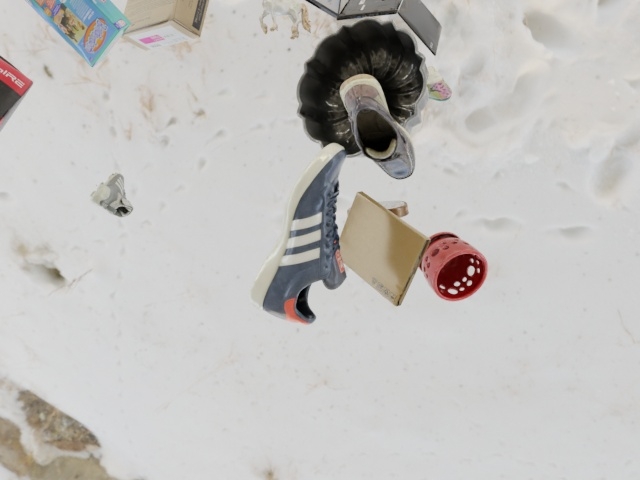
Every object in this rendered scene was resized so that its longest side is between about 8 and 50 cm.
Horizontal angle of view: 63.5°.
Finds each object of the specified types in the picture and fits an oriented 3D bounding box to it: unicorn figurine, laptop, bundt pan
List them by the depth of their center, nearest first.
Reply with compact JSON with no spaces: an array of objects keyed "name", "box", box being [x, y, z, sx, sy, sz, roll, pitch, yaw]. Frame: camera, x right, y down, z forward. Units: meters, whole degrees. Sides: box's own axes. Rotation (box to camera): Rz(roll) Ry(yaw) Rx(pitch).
[{"name":"unicorn figurine","box":[-0.095,-0.517,1.153,0.060,0.162,0.111,4,93,47]},{"name":"bundt pan","box":[0.111,-0.348,1.236,0.331,0.124,0.330,-2,85,28]},{"name":"laptop","box":[0.207,-0.633,1.501,0.265,0.234,0.136,1,130,18]}]

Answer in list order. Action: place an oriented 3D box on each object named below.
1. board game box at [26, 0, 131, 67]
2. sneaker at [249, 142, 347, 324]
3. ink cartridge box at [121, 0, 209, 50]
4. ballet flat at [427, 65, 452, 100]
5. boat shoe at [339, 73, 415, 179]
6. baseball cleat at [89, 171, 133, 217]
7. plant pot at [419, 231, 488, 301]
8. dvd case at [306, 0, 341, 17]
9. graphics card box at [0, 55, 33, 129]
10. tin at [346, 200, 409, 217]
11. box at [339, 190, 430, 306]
[{"name":"board game box","box":[-0.544,-0.514,1.144,0.160,0.047,0.210,-22,119,42]},{"name":"sneaker","box":[0.000,0.000,0.959,0.148,0.131,0.349,28,110,12]},{"name":"ink cartridge box","box":[-0.376,-0.585,1.268,0.235,0.193,0.088,7,173,38]},{"name":"ballet flat","box":[0.295,-0.460,1.465,0.077,0.221,0.079,-18,125,-11]},{"name":"boat shoe","box":[0.120,-0.200,1.033,0.103,0.092,0.285,-14,144,20]},{"name":"baseball cleat","box":[-0.540,-0.114,1.366,0.072,0.206,0.109,-42,109,13]},{"name":"plant pot","box":[0.413,0.076,1.676,0.191,0.174,0.190,-8,119,-15]},{"name":"dvd case","box":[-0.033,-0.826,1.599,0.253,0.180,0.022,15,167,-35]},{"name":"graphics card box","box":[-0.412,-0.018,0.457,0.233,0.370,0.094,-37,122,24]},{"name":"tin","box":[0.172,-0.089,1.570,0.190,0.106,0.040,-4,104,22]},{"name":"box","box":[0.122,0.015,1.083,0.201,0.021,0.164,40,122,36]}]
